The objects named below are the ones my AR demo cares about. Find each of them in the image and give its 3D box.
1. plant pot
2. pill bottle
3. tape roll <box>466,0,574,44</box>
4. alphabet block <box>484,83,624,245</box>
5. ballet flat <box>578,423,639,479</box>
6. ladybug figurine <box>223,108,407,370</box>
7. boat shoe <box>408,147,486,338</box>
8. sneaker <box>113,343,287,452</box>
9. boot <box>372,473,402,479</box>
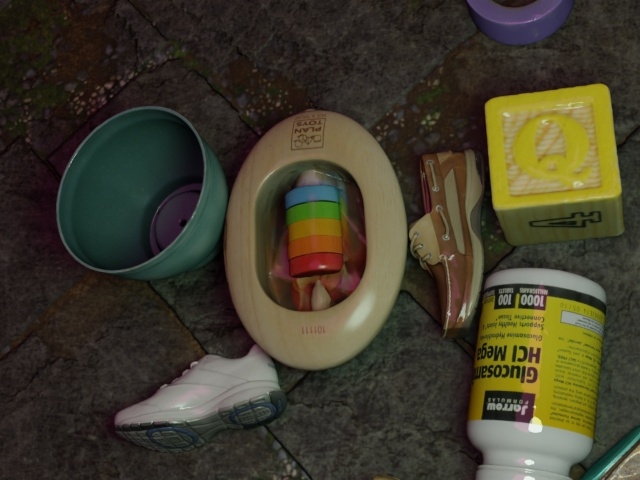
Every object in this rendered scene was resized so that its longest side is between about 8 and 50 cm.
[{"bbox_3d":[-0.272,-0.054,1.970,0.293,0.196,0.293,-10,66,23],"label":"plant pot"},{"bbox_3d":[0.318,0.222,1.726,0.188,0.188,0.334,4,73,17],"label":"pill bottle"},{"bbox_3d":[0.342,-0.439,1.999,0.189,0.080,0.189,-5,72,14],"label":"tape roll"},{"bbox_3d":[0.370,-0.113,1.818,0.193,0.197,0.192,-8,70,13],"label":"alphabet block"},{"bbox_3d":[0.519,0.290,1.708,0.106,0.107,0.316,44,93,4],"label":"ballet flat"},{"bbox_3d":[0.000,0.000,1.904,0.305,0.162,0.449,-4,72,14],"label":"ladybug figurine"},{"bbox_3d":[0.199,0.000,1.864,0.120,0.122,0.324,5,64,-1],"label":"boat shoe"},{"bbox_3d":[-0.201,0.263,1.922,0.297,0.111,0.129,-15,53,6],"label":"sneaker"},{"bbox_3d":[0.194,0.407,1.680,0.269,0.236,0.089,18,62,17],"label":"boot"}]
